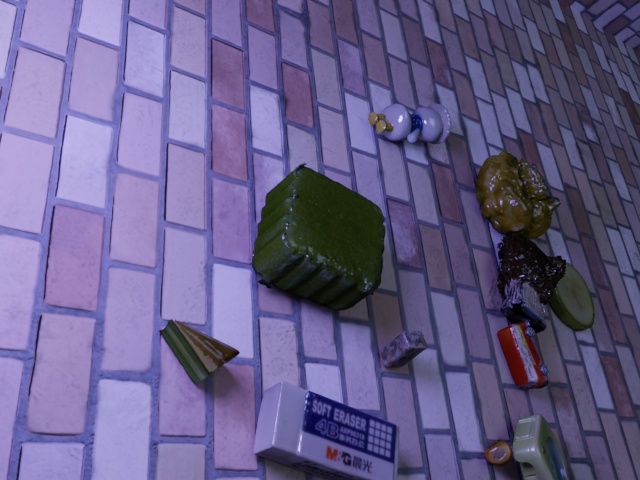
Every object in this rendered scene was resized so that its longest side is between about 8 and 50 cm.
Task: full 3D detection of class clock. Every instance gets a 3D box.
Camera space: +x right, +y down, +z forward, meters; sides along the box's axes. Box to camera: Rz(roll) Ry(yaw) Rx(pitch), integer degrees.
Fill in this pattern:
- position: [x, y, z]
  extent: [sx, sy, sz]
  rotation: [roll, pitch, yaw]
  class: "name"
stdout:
- position: [0.518, 0.536, 1.433]
  extent: [0.232, 0.069, 0.170]
  rotation: [67, 26, -4]
  class: "clock"

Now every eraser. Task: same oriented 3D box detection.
- position: [0.018, 0.367, 1.146]
  extent: [0.279, 0.081, 0.124]
  rotation: [27, 51, -24]
  class: "eraser"

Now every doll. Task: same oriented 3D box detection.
- position: [0.262, -0.329, 1.747]
  extent: [0.293, 0.119, 0.138]
  rotation: [-9, 55, -37]
  class: "doll"

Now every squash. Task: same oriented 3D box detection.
- position: [0.770, 0.168, 1.903]
  extent: [0.219, 0.041, 0.219]
  rotation: [19, 55, -30]
  class: "squash"

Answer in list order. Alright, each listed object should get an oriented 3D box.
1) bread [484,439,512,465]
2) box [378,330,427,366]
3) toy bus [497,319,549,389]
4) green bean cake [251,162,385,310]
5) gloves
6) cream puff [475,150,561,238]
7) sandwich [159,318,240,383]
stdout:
- position: [0.405, 0.488, 1.418]
  extent: [0.062, 0.103, 0.049]
  rotation: [-31, 70, -2]
  class: "bread"
- position: [0.178, 0.236, 1.342]
  extent: [0.062, 0.098, 0.045]
  rotation: [5, 52, -36]
  class: "box"
- position: [0.521, 0.299, 1.602]
  extent: [0.077, 0.079, 0.174]
  rotation: [-2, 67, -30]
  class: "toy bus"
- position: [0.000, 0.000, 1.299]
  extent: [0.249, 0.156, 0.247]
  rotation: [26, 50, -24]
  class: "green bean cake"
- position: [0.575, 0.102, 1.720]
  extent: [0.210, 0.135, 0.312]
  rotation: [22, 49, -19]
  class: "gloves"
- position: [0.599, -0.143, 1.853]
  extent: [0.281, 0.185, 0.282]
  rotation: [17, 56, -28]
  class: "cream puff"
- position: [-0.211, 0.177, 1.081]
  extent: [0.074, 0.074, 0.116]
  rotation: [-33, 86, -43]
  class: "sandwich"
